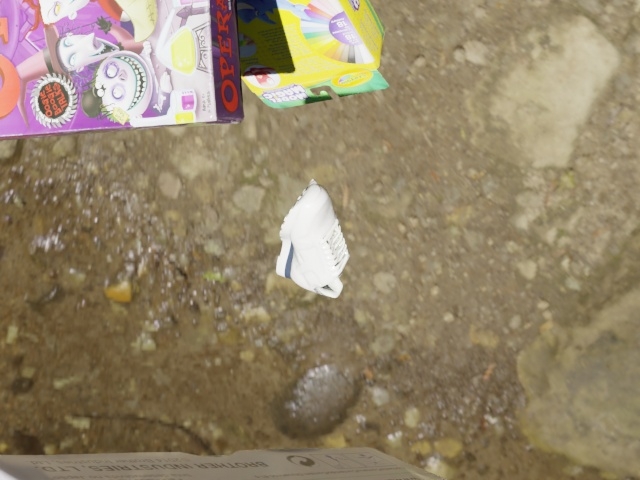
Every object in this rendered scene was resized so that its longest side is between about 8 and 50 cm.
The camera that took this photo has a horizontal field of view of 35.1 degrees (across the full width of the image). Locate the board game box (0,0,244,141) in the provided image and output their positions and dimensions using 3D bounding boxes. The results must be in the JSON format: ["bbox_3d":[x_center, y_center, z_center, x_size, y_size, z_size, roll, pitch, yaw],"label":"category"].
[{"bbox_3d":[-0.163,-0.245,0.684,0.208,0.056,0.346,-2,94,24],"label":"board game box"}]

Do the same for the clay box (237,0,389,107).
[{"bbox_3d":[-0.036,-0.200,0.838,0.127,0.053,0.222,-6,147,26],"label":"clay box"}]

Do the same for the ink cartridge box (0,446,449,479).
[{"bbox_3d":[0.055,0.127,0.270,0.186,0.311,0.065,10,90,-44],"label":"ink cartridge box"}]

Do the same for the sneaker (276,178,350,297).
[{"bbox_3d":[0.000,0.000,1.423,0.095,0.235,0.090,35,66,15],"label":"sneaker"}]
